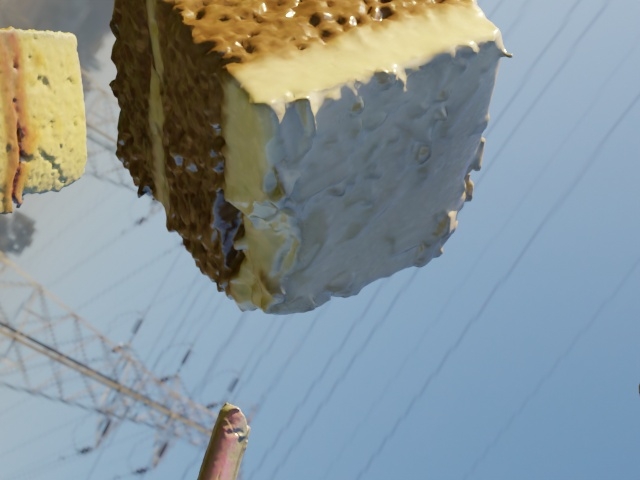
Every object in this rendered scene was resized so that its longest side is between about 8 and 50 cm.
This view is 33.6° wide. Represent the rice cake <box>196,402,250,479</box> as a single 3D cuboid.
[{"bbox_3d":[-0.145,0.344,1.377,0.055,0.049,0.269,0,-117,38],"label":"rice cake"}]

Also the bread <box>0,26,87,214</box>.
[{"bbox_3d":[-0.346,-0.114,1.011,0.135,0.240,0.178,2,-79,29],"label":"bread"}]

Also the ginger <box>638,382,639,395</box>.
[{"bbox_3d":[0.446,0.146,1.154,0.131,0.295,0.086,-9,-87,39],"label":"ginger"}]

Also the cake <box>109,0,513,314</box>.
[{"bbox_3d":[-0.008,-0.062,0.461,0.147,0.135,0.135,43,-36,35],"label":"cake"}]
